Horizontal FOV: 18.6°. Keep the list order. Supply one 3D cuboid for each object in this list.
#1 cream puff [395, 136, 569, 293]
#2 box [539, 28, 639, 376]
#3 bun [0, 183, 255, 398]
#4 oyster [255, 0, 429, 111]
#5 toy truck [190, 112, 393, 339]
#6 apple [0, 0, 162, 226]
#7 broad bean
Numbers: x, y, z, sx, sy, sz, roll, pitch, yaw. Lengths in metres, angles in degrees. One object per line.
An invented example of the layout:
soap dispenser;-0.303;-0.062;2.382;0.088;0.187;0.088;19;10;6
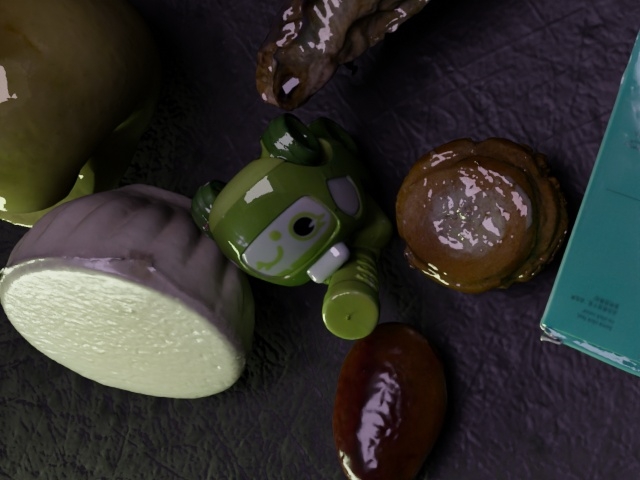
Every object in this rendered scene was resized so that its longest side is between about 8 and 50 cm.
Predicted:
cream puff;0.153;-0.027;1.826;0.165;0.115;0.150;31;110;18
box;0.343;-0.027;1.715;0.205;0.118;0.311;21;97;31
bun;-0.178;0.027;1.966;0.263;0.263;0.175;0;55;30
oyster;0.050;-0.266;1.863;0.337;0.133;0.198;-56;30;7
toy truck;-0.004;-0.013;1.889;0.210;0.187;0.148;46;110;-1
apple;-0.308;-0.154;1.997;0.254;0.292;0.292;41;107;10
broad bean;0.065;0.162;1.888;0.114;0.084;0.165;19;90;13
